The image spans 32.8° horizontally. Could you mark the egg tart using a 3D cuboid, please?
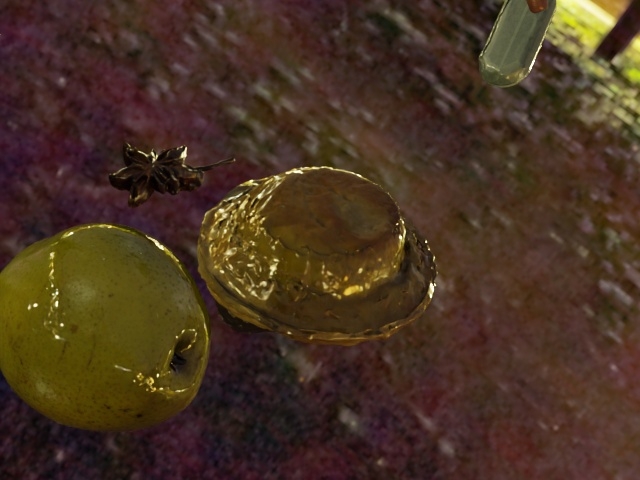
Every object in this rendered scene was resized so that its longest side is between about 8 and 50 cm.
[{"bbox_3d":[0.000,0.000,1.906,0.443,0.178,0.443,9,38,-7],"label":"egg tart"}]

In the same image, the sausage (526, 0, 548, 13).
[{"bbox_3d":[0.365,-0.494,1.920,0.043,0.043,0.186,-70,144,-67],"label":"sausage"}]

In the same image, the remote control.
[{"bbox_3d":[0.388,-0.411,2.141,0.104,0.247,0.052,15,-20,26],"label":"remote control"}]

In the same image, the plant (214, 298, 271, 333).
[{"bbox_3d":[-0.073,0.091,2.241,0.199,0.276,0.188,34,48,-48],"label":"plant"}]

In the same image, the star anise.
[{"bbox_3d":[-0.210,-0.100,1.567,0.191,0.070,0.097,-16,48,-18],"label":"star anise"}]

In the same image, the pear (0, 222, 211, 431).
[{"bbox_3d":[-0.276,0.115,1.405,0.294,0.294,0.294,29,23,-14],"label":"pear"}]
